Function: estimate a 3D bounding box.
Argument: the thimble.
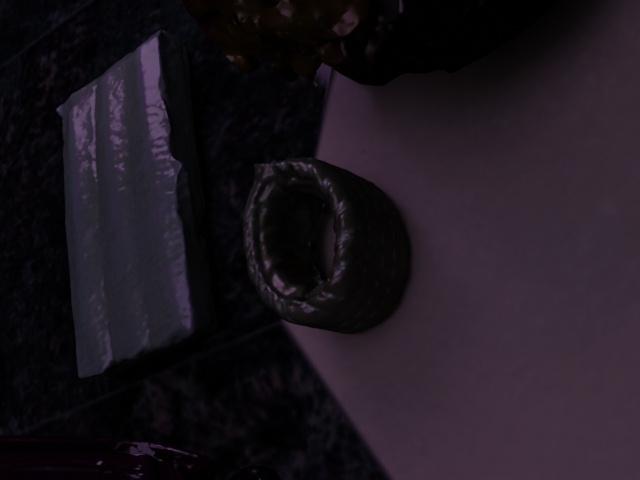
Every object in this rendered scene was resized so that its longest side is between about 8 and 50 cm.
[{"bbox_3d":[0.000,0.000,0.610,0.084,0.062,0.110,-42,55,24],"label":"thimble"}]

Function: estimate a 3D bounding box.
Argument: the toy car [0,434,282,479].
[{"bbox_3d":[-0.140,0.237,0.503,0.341,0.271,0.240,-150,64,-76],"label":"toy car"}]

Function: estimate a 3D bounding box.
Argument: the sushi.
[{"bbox_3d":[0.013,-0.171,0.563,0.204,0.200,0.213,-49,47,27],"label":"sushi"}]

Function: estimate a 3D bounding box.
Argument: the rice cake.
[{"bbox_3d":[-0.132,-0.027,0.737,0.127,0.043,0.237,-25,64,30],"label":"rice cake"}]
